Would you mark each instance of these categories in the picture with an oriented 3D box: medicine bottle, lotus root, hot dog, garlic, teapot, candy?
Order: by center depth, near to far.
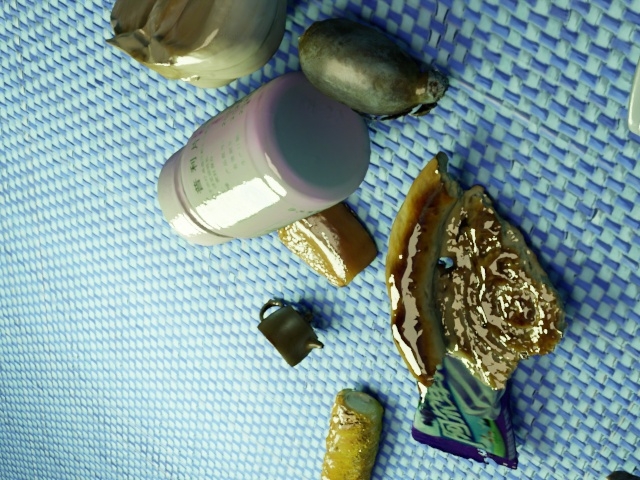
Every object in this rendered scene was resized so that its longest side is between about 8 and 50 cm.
[{"bbox_3d":[0.047,-0.168,1.102,0.165,0.088,0.088,27,141,10],"label":"lotus root"},{"bbox_3d":[-0.111,-0.239,1.153,0.143,0.178,0.229,32,175,-35],"label":"garlic"},{"bbox_3d":[-0.072,-0.082,1.238,0.152,0.152,0.255,54,142,-10],"label":"medicine bottle"},{"bbox_3d":[0.167,0.166,1.309,0.145,0.070,0.275,14,129,27],"label":"candy"},{"bbox_3d":[-0.041,0.117,1.475,0.121,0.068,0.076,44,172,41],"label":"teapot"},{"bbox_3d":[0.037,0.316,1.581,0.083,0.068,0.288,25,138,17],"label":"hot dog"}]

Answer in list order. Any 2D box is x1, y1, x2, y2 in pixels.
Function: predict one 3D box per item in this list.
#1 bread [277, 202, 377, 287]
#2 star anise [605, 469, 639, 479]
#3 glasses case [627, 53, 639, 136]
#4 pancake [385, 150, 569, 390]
[{"bbox_3d":[0.000,0.000,1.338,0.129,0.044,0.126,42,145,1],"label":"bread"},{"bbox_3d":[0.411,0.300,1.198,0.208,0.063,0.171,25,135,32],"label":"star anise"},{"bbox_3d":[0.285,-0.159,0.876,0.045,0.067,0.178,30,141,25],"label":"glasses case"},{"bbox_3d":[0.137,0.053,1.193,0.212,0.056,0.257,-34,90,39],"label":"pancake"}]
